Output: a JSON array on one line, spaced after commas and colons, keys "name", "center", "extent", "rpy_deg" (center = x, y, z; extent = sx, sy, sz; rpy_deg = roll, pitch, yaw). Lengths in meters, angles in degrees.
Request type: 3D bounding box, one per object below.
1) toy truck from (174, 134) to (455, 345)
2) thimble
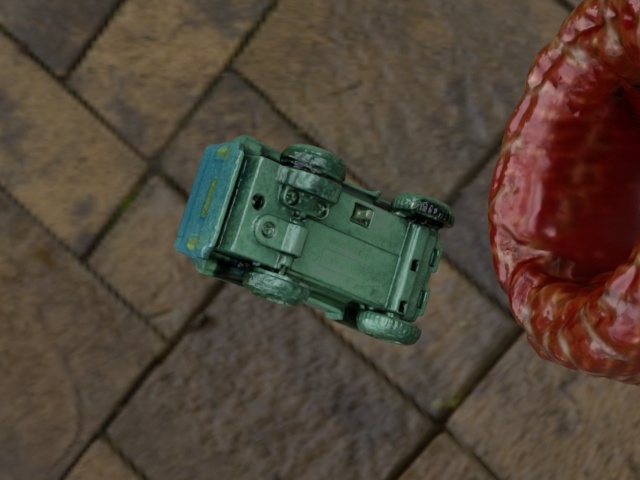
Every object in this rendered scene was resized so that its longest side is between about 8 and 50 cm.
[{"name": "toy truck", "center": [0.000, 0.000, 1.684], "extent": [0.156, 0.278, 0.155], "rpy_deg": [9, 79, 52]}, {"name": "thimble", "center": [0.314, -0.036, 1.426], "extent": [0.230, 0.350, 0.350], "rpy_deg": [8, 100, -21]}]
